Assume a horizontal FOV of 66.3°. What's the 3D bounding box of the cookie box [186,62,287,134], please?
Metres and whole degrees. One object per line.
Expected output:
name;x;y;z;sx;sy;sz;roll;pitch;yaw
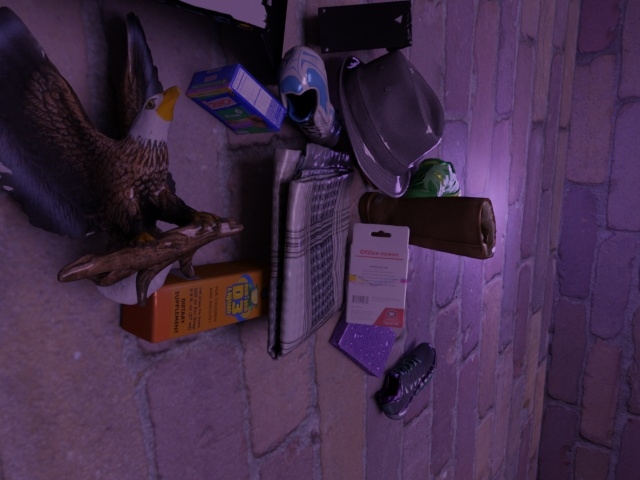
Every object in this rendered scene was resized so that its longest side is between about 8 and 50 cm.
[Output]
cookie box;-0.117;-0.195;0.692;0.107;0.092;0.040;34;68;-48

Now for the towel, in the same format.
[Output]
towel;0.000;0.000;0.837;0.312;0.056;0.324;-21;115;-67

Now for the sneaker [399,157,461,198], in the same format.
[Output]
sneaker;0.245;-0.128;1.155;0.295;0.109;0.124;-26;110;-56

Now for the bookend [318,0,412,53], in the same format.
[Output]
bookend;0.068;-0.375;0.881;0.157;0.156;0.072;-7;108;-5

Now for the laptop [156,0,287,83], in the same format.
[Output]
laptop;-0.147;-0.432;0.580;0.408;0.236;0.382;2;96;-36

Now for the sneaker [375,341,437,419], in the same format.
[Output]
sneaker;0.220;0.335;1.234;0.224;0.083;0.098;-54;130;-28

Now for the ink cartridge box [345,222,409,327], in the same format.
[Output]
ink cartridge box;0.114;0.065;0.976;0.067;0.115;0.198;-37;131;-81

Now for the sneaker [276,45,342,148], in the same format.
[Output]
sneaker;-0.020;-0.204;0.780;0.237;0.085;0.086;58;50;-69

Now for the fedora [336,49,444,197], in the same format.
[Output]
fedora;0.138;-0.226;0.868;0.243;0.124;0.275;32;44;-45

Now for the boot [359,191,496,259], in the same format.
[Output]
boot;0.222;0.006;1.010;0.089;0.269;0.236;-51;133;-31

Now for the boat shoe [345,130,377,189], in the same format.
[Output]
boat shoe;0.096;-0.171;0.981;0.178;0.064;0.060;52;57;-46

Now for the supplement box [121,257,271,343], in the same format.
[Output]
supplement box;-0.161;0.079;0.708;0.233;0.080;0.078;-8;105;-54

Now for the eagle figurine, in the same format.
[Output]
eagle figurine;-0.218;-0.096;0.522;0.225;0.298;0.226;-39;164;-4

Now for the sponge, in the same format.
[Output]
sponge;0.101;0.219;1.099;0.210;0.031;0.117;47;61;-44
